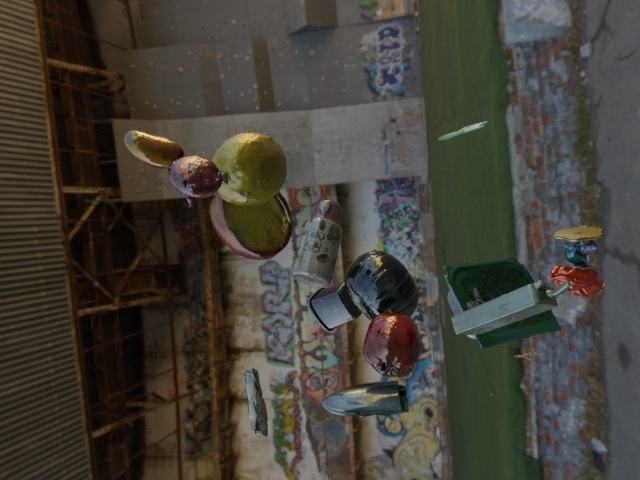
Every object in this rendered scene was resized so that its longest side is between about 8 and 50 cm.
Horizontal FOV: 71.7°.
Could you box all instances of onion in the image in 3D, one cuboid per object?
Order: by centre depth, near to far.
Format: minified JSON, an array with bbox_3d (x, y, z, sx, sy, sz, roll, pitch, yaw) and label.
[{"bbox_3d":[-0.358,-0.156,1.253,0.150,0.150,0.140,-82,11,-49],"label":"onion"}]

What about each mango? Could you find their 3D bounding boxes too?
[{"bbox_3d":[-0.510,-0.279,1.363,0.178,0.090,0.115,16,-145,-33],"label":"mango"}]

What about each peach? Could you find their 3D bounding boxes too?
[{"bbox_3d":[-0.318,-0.110,2.009,0.406,0.335,0.310,50,164,-17],"label":"peach"}]

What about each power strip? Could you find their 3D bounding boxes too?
[{"bbox_3d":[0.442,0.157,1.030,0.093,0.288,0.053,11,-122,-33],"label":"power strip"}]

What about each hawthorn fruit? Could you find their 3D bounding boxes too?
[{"bbox_3d":[0.248,0.332,1.507,0.253,0.205,0.205,-72,-24,-46],"label":"hawthorn fruit"}]

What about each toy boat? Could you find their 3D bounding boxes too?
[{"bbox_3d":[0.162,0.595,1.645,0.141,0.319,0.092,-77,-21,-69],"label":"toy boat"}]

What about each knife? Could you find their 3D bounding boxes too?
[{"bbox_3d":[0.481,-0.373,1.509,0.014,0.207,0.030,41,-113,-24],"label":"knife"}]

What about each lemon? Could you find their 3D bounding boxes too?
[{"bbox_3d":[-0.242,-0.246,1.525,0.284,0.260,0.260,11,-107,-63],"label":"lemon"}]

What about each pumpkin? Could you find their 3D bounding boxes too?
[{"bbox_3d":[0.249,0.193,1.786,0.323,0.241,0.323,49,164,20],"label":"pumpkin"}]

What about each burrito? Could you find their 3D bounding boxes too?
[{"bbox_3d":[-0.220,0.552,1.505,0.058,0.063,0.229,109,148,-73],"label":"burrito"}]

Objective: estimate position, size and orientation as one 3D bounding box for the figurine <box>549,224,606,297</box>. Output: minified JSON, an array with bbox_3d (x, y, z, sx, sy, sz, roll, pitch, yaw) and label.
[{"bbox_3d":[0.932,0.092,1.608,0.208,0.181,0.257,-35,-65,-58],"label":"figurine"}]

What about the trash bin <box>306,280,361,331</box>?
[{"bbox_3d":[0.072,0.332,2.247,0.209,0.290,0.182,56,-135,-5],"label":"trash bin"}]

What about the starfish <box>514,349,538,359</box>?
[{"bbox_3d":[0.748,0.416,1.606,0.016,0.086,0.092,65,-160,2],"label":"starfish"}]

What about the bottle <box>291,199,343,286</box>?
[{"bbox_3d":[0.000,0.000,1.290,0.120,0.120,0.253,62,-142,-64],"label":"bottle"}]

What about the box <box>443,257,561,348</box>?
[{"bbox_3d":[0.530,0.198,1.355,0.106,0.336,0.264,117,141,-50],"label":"box"}]
